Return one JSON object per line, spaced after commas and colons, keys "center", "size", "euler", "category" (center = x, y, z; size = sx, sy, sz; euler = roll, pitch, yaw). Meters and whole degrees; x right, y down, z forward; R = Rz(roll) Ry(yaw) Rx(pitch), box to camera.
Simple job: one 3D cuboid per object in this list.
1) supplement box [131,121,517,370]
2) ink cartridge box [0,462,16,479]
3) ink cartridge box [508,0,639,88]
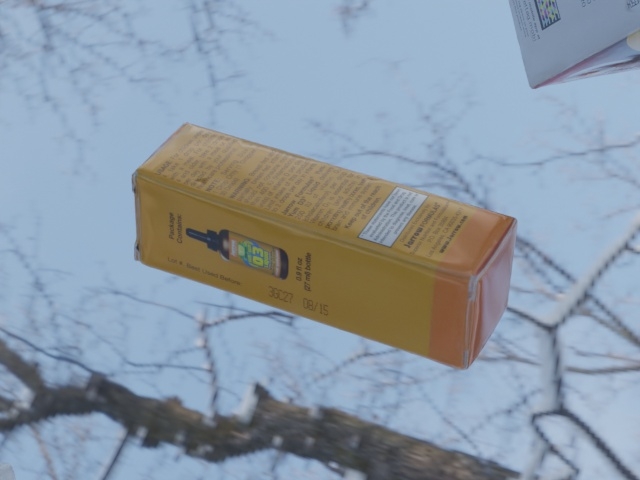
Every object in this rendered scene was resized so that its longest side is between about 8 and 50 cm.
{"center": [0.000, 0.000, 1.235], "size": [0.080, 0.233, 0.078], "euler": [-54, -26, -47], "category": "supplement box"}
{"center": [-0.286, 0.180, 0.767], "size": [0.307, 0.223, 0.129], "euler": [2, -109, -54], "category": "ink cartridge box"}
{"center": [0.328, -0.223, 1.440], "size": [0.309, 0.272, 0.130], "euler": [-11, -96, -23], "category": "ink cartridge box"}
